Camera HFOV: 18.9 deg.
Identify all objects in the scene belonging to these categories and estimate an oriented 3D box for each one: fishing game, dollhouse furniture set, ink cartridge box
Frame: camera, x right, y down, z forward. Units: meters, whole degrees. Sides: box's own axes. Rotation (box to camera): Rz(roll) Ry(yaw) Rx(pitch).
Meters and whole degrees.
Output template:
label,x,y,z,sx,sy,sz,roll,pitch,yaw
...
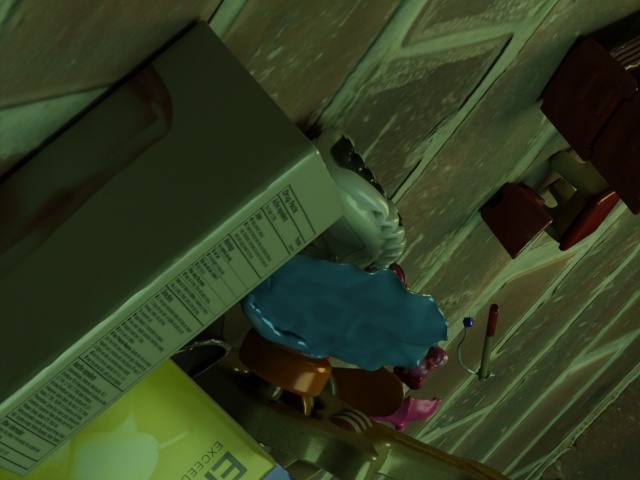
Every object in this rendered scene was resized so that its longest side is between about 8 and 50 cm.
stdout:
label,x,y,z,sx,sy,sz,roll,pitch,yaw
fishing game,0.020,0.054,1.597,0.189,0.264,0.041,88,15,-60
dollhouse furniture set,0.308,-0.076,1.999,0.201,0.152,0.374,-28,159,-35
ink cartridge box,-0.189,0.228,1.478,0.303,0.307,0.072,-46,-154,-4

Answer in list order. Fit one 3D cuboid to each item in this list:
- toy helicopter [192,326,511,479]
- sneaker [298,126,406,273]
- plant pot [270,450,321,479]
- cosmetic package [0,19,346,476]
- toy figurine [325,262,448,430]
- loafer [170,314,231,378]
label,x,y,z,sx,sy,sz,roll,pitch,yaw
toy helicopter,0.032,0.185,1.815,0.140,0.355,0.235,-63,-164,7
sneaker,0.000,0.000,1.629,0.118,0.110,0.292,-28,161,-10
plant pot,-0.058,0.214,2.041,0.109,0.096,0.109,-32,161,-28
cosmetic package,-0.141,0.009,1.289,0.296,0.129,0.153,-39,162,-5
toy figurine,0.068,0.107,1.934,0.173,0.159,0.130,-46,162,16
loafer,-0.208,0.183,1.577,0.366,0.130,0.134,-39,164,-4
